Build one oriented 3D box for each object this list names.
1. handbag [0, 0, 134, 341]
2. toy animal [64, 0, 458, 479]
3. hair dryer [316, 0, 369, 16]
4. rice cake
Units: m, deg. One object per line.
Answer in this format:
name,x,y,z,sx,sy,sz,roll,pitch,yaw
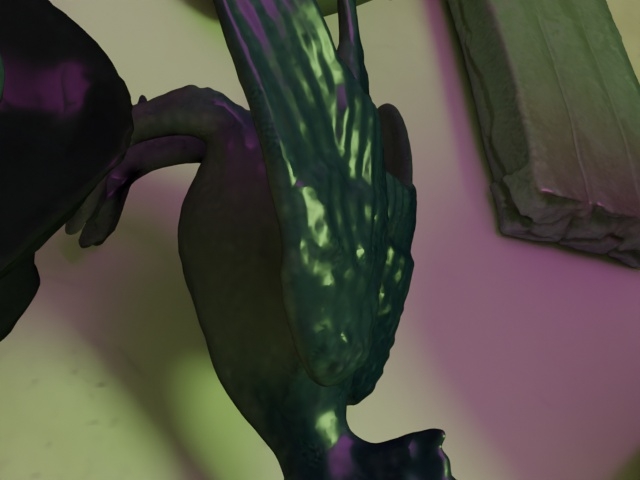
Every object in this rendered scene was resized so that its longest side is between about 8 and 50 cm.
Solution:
handbag,-0.221,-0.024,0.273,0.269,0.118,0.326,39,39,1
toy animal,0.000,0.000,0.470,0.176,0.255,0.239,21,-2,7
hair dryer,0.083,-0.197,0.649,0.092,0.229,0.267,60,37,-8
rice cake,0.126,-0.085,0.737,0.124,0.038,0.211,13,49,-33
